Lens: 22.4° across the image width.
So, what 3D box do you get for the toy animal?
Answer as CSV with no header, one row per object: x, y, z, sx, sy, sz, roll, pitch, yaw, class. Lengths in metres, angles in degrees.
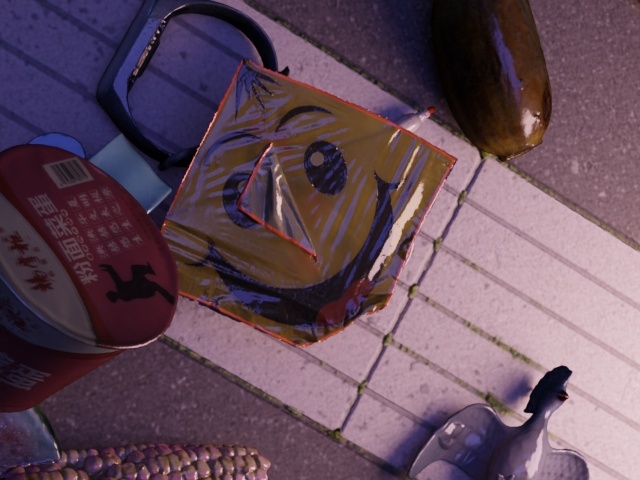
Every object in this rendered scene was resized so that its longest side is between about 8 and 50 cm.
0.237,0.278,1.947,0.239,0.176,0.255,33,112,-8,toy animal

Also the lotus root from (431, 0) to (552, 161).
0.206,-0.216,1.945,0.123,0.124,0.241,-12,87,-36,lotus root

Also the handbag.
-0.001,0.000,1.858,0.205,0.116,0.179,-27,103,-11,handbag

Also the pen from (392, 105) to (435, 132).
0.051,-0.106,1.945,0.218,0.026,0.026,-33,95,-17,pen

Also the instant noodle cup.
-0.281,0.050,1.580,0.235,0.178,0.235,31,36,-26,instant noodle cup

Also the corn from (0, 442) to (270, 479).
-0.220,0.281,1.789,0.335,0.126,0.126,-7,88,-19,corn

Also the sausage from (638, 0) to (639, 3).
0.425,-0.336,2.042,0.433,0.088,0.088,45,76,-9,sausage

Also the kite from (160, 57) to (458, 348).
-0.026,-0.048,1.777,0.377,0.013,0.327,-24,102,-10,kite

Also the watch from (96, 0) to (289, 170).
-0.148,-0.178,1.871,0.193,0.068,0.206,29,77,-12,watch

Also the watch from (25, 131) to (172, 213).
-0.260,-0.021,1.758,0.211,0.193,0.211,2,83,-16,watch

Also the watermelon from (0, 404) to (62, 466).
-0.412,0.186,1.687,0.262,0.213,0.201,40,77,-10,watermelon
